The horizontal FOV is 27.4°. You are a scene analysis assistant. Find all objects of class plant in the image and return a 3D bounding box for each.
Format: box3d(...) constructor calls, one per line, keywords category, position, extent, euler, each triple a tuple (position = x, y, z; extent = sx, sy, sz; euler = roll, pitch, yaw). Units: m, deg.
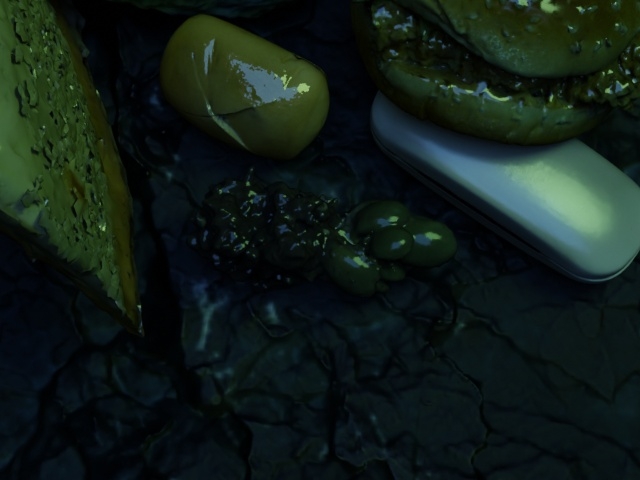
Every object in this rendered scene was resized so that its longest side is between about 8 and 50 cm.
box3d(category="plant", position=(0.000, 0.000, 0.857), extent=(0.174, 0.085, 0.087), euler=(6, 103, -7))

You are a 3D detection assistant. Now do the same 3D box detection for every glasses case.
box3d(category="glasses case", position=(0.126, -0.049, 0.880), extent=(0.204, 0.051, 0.081), euler=(36, 71, 6))

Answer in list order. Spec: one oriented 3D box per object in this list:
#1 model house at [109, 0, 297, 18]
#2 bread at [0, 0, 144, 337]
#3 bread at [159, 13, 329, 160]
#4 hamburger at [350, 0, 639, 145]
box3d(category="model house", position=(-0.049, -0.254, 0.803), extent=(0.194, 0.211, 0.170), euler=(10, 67, -30))
box3d(category="bread", position=(-0.274, -0.092, 0.771), extent=(0.279, 0.248, 0.315), euler=(-11, 67, 0))
box3d(category="bread", position=(-0.053, -0.094, 0.863), extent=(0.115, 0.082, 0.056), euler=(27, 45, -1))
box3d(category="hamburger", position=(0.124, -0.164, 0.848), extent=(0.215, 0.122, 0.189), euler=(21, 48, 0))
